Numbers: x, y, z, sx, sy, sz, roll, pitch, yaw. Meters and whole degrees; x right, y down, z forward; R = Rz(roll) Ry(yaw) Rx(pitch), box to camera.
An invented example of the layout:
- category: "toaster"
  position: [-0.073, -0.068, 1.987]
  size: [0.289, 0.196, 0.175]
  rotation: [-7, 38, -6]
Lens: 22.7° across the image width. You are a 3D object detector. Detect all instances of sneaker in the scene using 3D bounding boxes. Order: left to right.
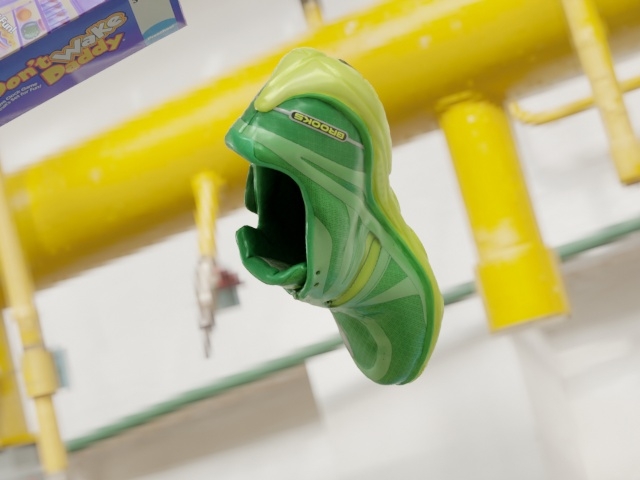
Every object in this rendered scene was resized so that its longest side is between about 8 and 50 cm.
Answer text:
- category: "sneaker"
  position: [0.000, 0.000, 1.121]
  size: [0.123, 0.109, 0.295]
  rotation: [-39, -47, -19]

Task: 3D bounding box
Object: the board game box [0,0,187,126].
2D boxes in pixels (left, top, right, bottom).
- category: "board game box"
  position: [-0.276, -0.234, 1.063]
  size: [0.233, 0.347, 0.078]
  rotation: [-30, -20, -7]
